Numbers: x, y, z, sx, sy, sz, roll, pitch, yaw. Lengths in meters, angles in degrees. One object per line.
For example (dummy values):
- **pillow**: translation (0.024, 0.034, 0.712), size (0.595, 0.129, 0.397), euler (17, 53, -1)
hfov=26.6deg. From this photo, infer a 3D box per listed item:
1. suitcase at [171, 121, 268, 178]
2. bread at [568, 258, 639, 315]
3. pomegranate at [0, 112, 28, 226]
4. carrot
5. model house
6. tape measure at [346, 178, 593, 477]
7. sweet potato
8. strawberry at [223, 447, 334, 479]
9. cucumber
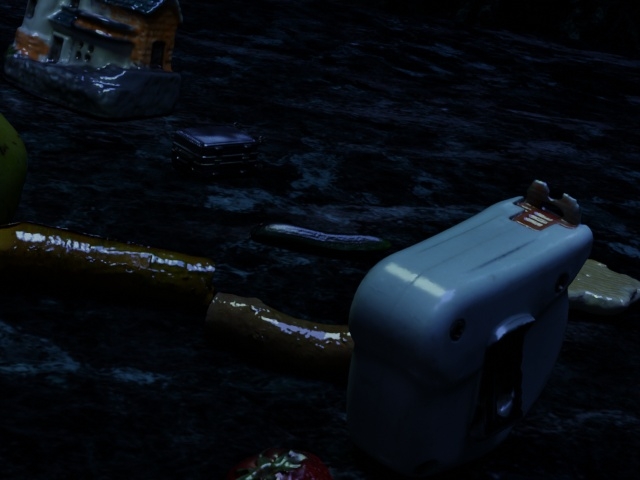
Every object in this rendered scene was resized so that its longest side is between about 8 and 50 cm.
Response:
- **suitcase**: translation (-0.150, -0.131, 1.967), size (0.126, 0.059, 0.086), euler (-8, 26, -43)
- **bread**: translation (0.290, 0.044, 1.776), size (0.251, 0.039, 0.182), euler (21, 23, 24)
- **pomegranate**: translation (-0.420, -0.086, 1.532), size (0.179, 0.179, 0.210), euler (7, 13, -12)
- **carrot**: translation (-0.242, 0.028, 1.484), size (0.260, 0.070, 0.070), euler (10, 20, -10)
- **model house**: translation (-0.353, -0.369, 2.172), size (0.271, 0.301, 0.190), euler (24, 16, 31)
- **tape measure**: translation (0.141, 0.093, 1.263), size (0.125, 0.246, 0.243), euler (27, 35, 38)
- **sweet potato**: translation (0.016, 0.113, 1.408), size (0.281, 0.059, 0.067), euler (14, 29, 9)
- **strawberry**: translation (-0.030, 0.216, 1.075), size (0.106, 0.106, 0.106), euler (10, 20, -4)
- **cucumber**: translation (0.000, 0.000, 1.741), size (0.184, 0.033, 0.036), euler (8, 41, -5)
